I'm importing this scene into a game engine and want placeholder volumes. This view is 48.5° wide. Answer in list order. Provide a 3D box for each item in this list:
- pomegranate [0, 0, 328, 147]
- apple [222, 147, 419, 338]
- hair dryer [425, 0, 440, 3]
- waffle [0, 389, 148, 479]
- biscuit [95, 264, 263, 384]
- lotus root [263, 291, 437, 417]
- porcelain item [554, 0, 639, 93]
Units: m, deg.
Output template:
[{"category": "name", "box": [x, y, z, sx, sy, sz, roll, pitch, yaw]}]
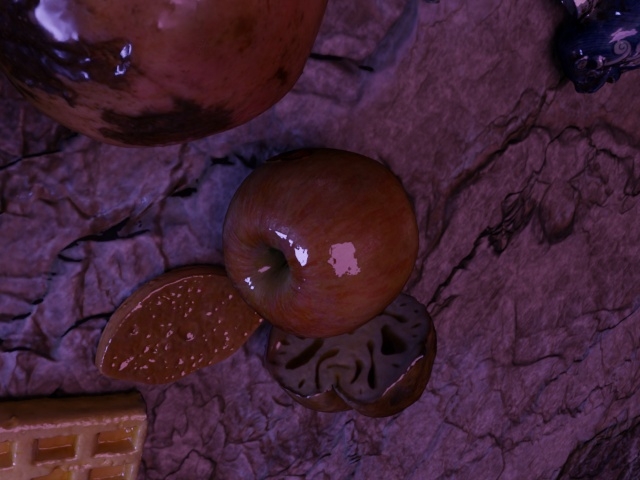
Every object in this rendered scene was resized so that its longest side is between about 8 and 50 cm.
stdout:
[{"category": "pomegranate", "box": [-0.129, -0.231, 0.544, 0.322, 0.322, 0.322, -13, 119, -25]}, {"category": "apple", "box": [0.000, 0.000, 0.786, 0.188, 0.211, 0.211, -35, 131, -44]}, {"category": "hair dryer", "box": [0.181, -0.408, 0.781, 0.219, 0.088, 0.225, -38, 139, -14]}, {"category": "waffle", "box": [-0.327, 0.295, 0.830, 0.221, 0.055, 0.248, 2, 112, -31]}, {"category": "biscuit", "box": [-0.162, 0.098, 0.846, 0.220, 0.029, 0.142, -24, 124, -18]}, {"category": "lotus root", "box": [0.050, 0.160, 0.913, 0.199, 0.188, 0.180, -36, 140, -12]}, {"category": "porcelain item", "box": [0.367, -0.332, 0.894, 0.186, 0.138, 0.288, -31, 131, 7]}]
